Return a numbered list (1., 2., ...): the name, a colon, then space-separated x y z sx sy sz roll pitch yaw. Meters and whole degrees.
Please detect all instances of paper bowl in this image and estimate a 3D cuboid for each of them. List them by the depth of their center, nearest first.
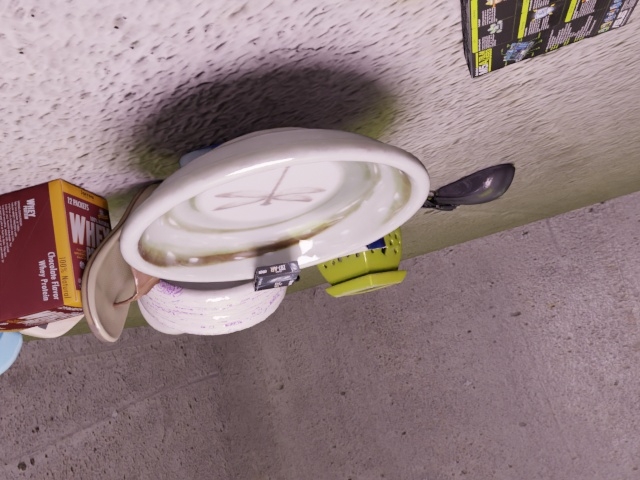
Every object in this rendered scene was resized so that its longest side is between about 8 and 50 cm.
1. paper bowl: -0.201 0.063 0.964 0.284 0.284 0.148 -9 129 -18

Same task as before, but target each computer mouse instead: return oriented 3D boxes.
1. computer mouse: 0.395 -0.121 1.344 0.188 0.072 0.272 -3 166 -40

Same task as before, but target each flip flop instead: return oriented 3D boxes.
1. flip flop: -0.280 0.026 0.797 0.080 0.277 0.112 7 145 17

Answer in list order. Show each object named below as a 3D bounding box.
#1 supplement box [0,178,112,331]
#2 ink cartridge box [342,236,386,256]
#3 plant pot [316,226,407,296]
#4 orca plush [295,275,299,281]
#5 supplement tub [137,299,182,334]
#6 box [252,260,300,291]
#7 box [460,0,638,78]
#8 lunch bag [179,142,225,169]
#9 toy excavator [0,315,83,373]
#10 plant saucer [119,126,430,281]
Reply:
1. supplement box: -0.446 0.031 0.802 0.194 0.191 0.129 -15 169 5
2. ink cartridge box: 0.000 0.000 1.343 0.332 0.065 0.165 -13 -159 5
3. plant pot: 0.127 0.060 1.612 0.227 0.207 0.228 -23 167 41
4. orca plush: -0.096 0.040 1.515 0.102 0.151 0.287 -59 165 20
5. supplement tub: -0.314 0.132 1.398 0.228 0.228 0.316 -18 168 25
6. box: -0.072 0.057 0.810 0.067 0.018 0.083 -9 162 -16
7. box: 0.243 -0.255 0.535 0.184 0.045 0.190 -13 171 17
8. lunch bag: -0.136 -0.087 0.847 0.176 0.090 0.219 -10 168 -4
9. toy excavator: -0.665 0.162 1.029 0.222 0.433 0.445 -13 144 27
10. plant saucer: -0.060 -0.053 0.677 0.400 0.101 0.400 -14 163 -4
